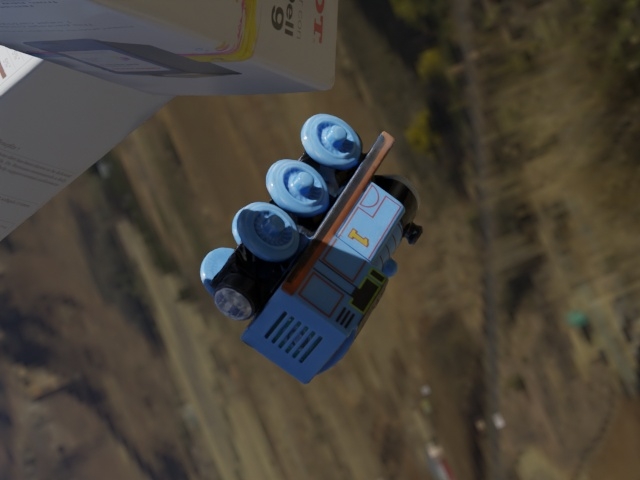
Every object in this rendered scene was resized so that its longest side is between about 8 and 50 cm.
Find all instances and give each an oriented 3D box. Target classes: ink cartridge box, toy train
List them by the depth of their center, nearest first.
[{"bbox_3d":[-0.070,-0.142,0.703,0.212,0.093,0.154,13,-100,-68],"label":"ink cartridge box"},{"bbox_3d":[0.000,0.000,1.241,0.105,0.184,0.080,37,136,-4],"label":"toy train"}]

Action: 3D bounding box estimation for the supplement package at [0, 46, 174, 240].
[{"bbox_3d":[-0.163,-0.097,1.046,0.105,0.179,0.105,21,-143,-56],"label":"supplement package"}]
